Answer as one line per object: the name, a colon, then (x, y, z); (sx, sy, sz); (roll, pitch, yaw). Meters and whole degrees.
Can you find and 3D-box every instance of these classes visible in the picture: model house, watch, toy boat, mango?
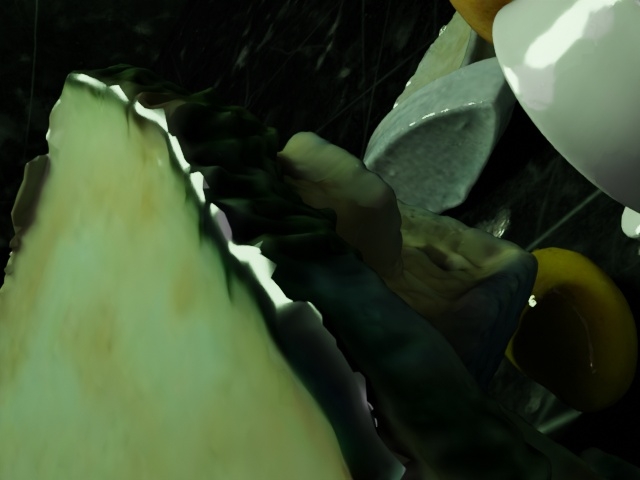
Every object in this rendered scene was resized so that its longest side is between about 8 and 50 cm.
model house: (0.036, 0.153, 0.630); (0.445, 0.400, 0.395); (37, 111, 49)
watch: (0.225, -0.117, 0.712); (0.196, 0.231, 0.244); (-48, 31, 37)
toy boat: (0.127, -0.139, 1.119); (0.276, 0.111, 0.293); (-50, 14, 32)
mango: (0.192, 0.071, 0.782); (0.103, 0.076, 0.161); (-51, 30, 17)

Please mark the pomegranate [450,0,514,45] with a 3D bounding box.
pomegranate: (0.214, -0.270, 0.926); (0.209, 0.209, 0.209); (-46, 29, 35)
